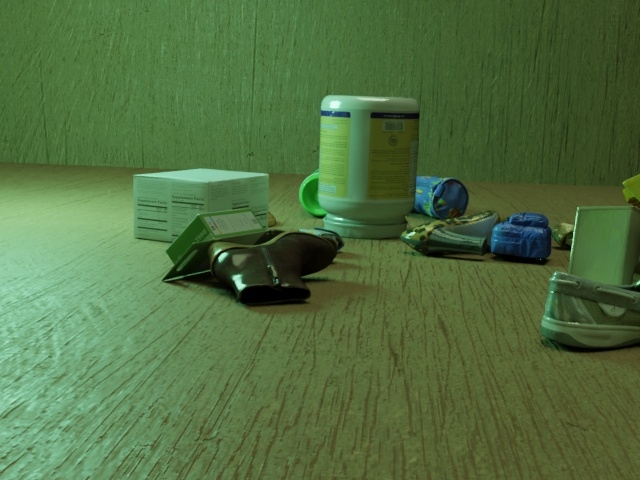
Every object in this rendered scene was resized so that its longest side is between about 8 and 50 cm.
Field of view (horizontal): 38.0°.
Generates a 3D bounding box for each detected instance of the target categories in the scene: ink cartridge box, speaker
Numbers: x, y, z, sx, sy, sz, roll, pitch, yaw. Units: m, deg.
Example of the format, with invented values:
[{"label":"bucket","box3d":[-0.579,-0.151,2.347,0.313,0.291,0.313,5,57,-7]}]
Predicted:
[{"label":"ink cartridge box","box3d":[-0.205,0.004,1.674,0.109,0.062,0.209,-44,-17,29]},{"label":"speaker","box3d":[0.013,-0.141,2.640,0.131,0.131,0.296,3,9,5]}]

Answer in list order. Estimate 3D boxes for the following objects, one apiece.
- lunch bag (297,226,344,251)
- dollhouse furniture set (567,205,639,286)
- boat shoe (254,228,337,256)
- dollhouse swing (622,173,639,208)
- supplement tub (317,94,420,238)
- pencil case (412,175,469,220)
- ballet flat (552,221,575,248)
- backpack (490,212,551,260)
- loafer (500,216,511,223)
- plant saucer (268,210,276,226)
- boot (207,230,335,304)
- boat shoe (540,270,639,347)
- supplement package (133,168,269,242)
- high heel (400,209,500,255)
[{"label":"lunch bag","box3d":[0.000,0.000,1.960,0.071,0.053,0.083,11,4,41]},{"label":"dollhouse furniture set","box3d":[0.515,0.055,1.527,0.242,0.161,0.212,21,-13,-41]},{"label":"boat shoe","box3d":[-0.065,0.019,1.821,0.190,0.068,0.072,9,-7,-25]},{"label":"dollhouse swing","box3d":[0.801,-0.005,1.753,0.315,0.305,0.347,-25,-18,29]},{"label":"supplement tub","box3d":[0.115,-0.182,2.246,0.241,0.331,0.241,2,9,0]},{"label":"pencil case","box3d":[0.289,-0.132,2.642,0.133,0.119,0.306,30,-6,-28]},{"label":"ballet flat","box3d":[0.634,-0.001,2.117,0.206,0.073,0.067,0,36,5]},{"label":"backpack","box3d":[0.421,-0.008,1.955,0.120,0.101,0.098,1,1,22]},{"label":"loafer","box3d":[0.454,-0.034,2.283,0.148,0.050,0.056,8,10,32]},{"label":"plant saucer","box3d":[-0.212,-0.062,2.365,0.200,0.037,0.200,3,9,0]},{"label":"boot","box3d":[-0.057,0.058,1.563,0.248,0.090,0.207,-1,21,-25]},{"label":"boat shoe","box3d":[0.451,0.087,1.322,0.320,0.103,0.118,-2,10,-25]},{"label":"supplement package","box3d":[-0.270,-0.082,2.127,0.204,0.145,0.262,6,9,26]},{"label":"high heel","box3d":[0.294,-0.025,2.051,0.186,0.093,0.261,7,16,20]}]
